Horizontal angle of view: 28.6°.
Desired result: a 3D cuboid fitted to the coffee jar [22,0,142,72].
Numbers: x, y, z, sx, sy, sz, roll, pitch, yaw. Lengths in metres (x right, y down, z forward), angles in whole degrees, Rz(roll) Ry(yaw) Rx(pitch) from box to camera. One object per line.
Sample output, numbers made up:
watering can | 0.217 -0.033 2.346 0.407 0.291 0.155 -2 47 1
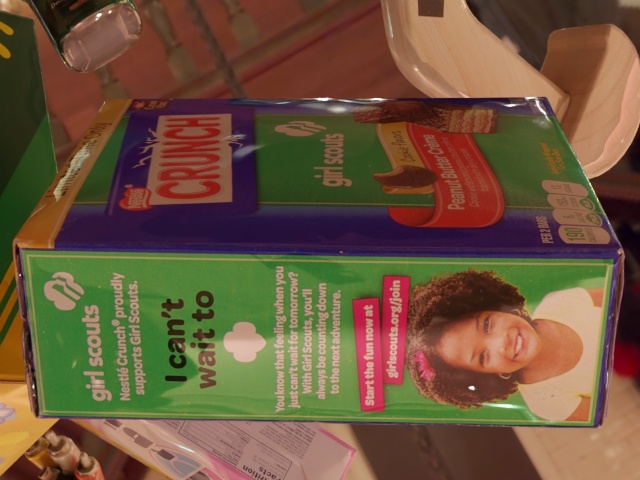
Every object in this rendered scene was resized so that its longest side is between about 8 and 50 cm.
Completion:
coffee jar | -0.275 -0.269 1.345 0.096 0.184 0.079 -34 149 -11

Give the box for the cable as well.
cable | -0.298 0.338 1.662 0.072 0.139 0.287 -63 155 -23

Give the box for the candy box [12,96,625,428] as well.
candy box | 0.000 0.000 0.776 0.317 0.268 0.122 -1 113 1

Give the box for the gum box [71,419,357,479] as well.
gum box | -0.074 0.138 0.877 0.062 0.188 0.107 -60 -172 -27

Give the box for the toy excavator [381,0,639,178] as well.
toy excavator | 0.050 -0.267 0.939 0.432 0.445 0.222 -2 -174 -28

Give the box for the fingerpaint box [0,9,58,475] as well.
fingerpaint box | -0.392 0.057 1.148 0.163 0.371 0.445 8 145 -36
